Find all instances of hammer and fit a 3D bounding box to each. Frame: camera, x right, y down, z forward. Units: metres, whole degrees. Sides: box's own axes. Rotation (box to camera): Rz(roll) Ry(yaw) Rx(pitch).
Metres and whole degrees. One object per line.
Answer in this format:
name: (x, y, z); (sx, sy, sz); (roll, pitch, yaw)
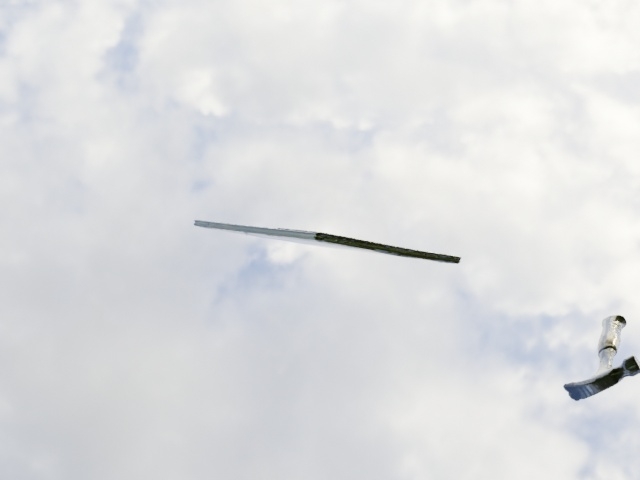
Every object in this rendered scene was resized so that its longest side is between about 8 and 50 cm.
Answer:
hammer: (0.293, 0.115, 1.000); (0.021, 0.078, 0.201); (58, -158, 0)

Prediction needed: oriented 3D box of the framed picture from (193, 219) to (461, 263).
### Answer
framed picture: (0.000, 0.000, 0.963); (0.173, 0.231, 0.010); (10, -91, -36)
